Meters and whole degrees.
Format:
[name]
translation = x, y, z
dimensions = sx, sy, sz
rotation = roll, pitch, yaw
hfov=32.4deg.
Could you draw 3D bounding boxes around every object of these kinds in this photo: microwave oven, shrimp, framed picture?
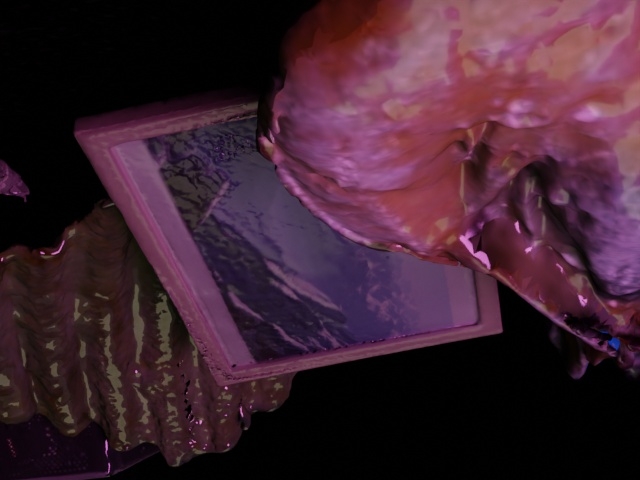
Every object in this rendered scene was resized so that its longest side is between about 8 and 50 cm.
[microwave oven]
translation = -0.264, 0.094, 1.172
dimensions = 0.181, 0.295, 0.237
rotation = -8, 178, 11
[shrimp]
translation = 0.115, -0.016, 0.558
dimensions = 0.221, 0.110, 0.445
rotation = -15, 151, 15
[framed picture]
translation = 0.000, 0.000, 0.789
dimensions = 0.247, 0.022, 0.335
rotation = -11, 144, 5

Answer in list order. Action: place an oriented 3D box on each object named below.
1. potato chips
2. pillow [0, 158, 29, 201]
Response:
[potato chips]
translation = -0.149, 0.064, 0.928
dimensions = 0.373, 0.097, 0.389
rotation = -27, 144, 3
[pillow]
translation = -0.338, -0.030, 0.757
dimensions = 0.255, 0.059, 0.169
rotation = -9, -179, 2
